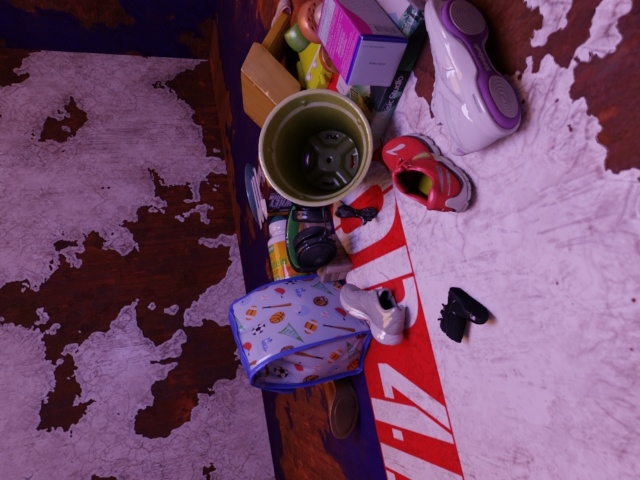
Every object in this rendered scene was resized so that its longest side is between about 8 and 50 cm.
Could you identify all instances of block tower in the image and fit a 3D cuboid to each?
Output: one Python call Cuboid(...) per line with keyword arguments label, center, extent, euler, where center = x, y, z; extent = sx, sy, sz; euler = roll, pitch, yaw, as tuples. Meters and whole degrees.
Cuboid(label="block tower", center=(0.000, 0.000, 1.415), extent=(0.097, 0.090, 0.336), euler=(103, 151, -41))

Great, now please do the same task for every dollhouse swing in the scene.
Cuboid(label="dollhouse swing", center=(-0.128, -0.594, 1.523), extent=(0.315, 0.305, 0.347), euler=(44, 169, -2))

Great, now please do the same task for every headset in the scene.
Cuboid(label="headset", center=(0.003, -0.036, 1.245), extent=(0.394, 0.185, 0.244), euler=(149, 118, -63))

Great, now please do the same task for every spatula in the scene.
Cuboid(label="spatula", center=(-0.272, -0.189, 1.789), extent=(0.168, 0.019, 0.242), euler=(127, 132, -68))

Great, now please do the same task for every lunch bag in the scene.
Cuboid(label="lunch bag", center=(-0.083, 0.296, 1.313), extent=(0.328, 0.385, 0.239), euler=(-127, 37, -50))

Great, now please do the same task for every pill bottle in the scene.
Cuboid(label="pill bottle", center=(-0.124, 0.053, 1.529), extent=(0.136, 0.136, 0.246), euler=(139, 121, -64))

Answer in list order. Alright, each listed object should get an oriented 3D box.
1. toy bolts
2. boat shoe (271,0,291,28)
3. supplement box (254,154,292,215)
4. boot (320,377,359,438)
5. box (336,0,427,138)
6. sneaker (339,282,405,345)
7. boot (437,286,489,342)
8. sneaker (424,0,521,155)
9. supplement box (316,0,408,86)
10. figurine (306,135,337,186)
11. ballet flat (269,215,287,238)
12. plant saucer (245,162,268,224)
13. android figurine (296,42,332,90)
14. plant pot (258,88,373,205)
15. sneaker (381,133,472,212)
Cuboid(label="toy bolts", center=(0.053, -0.586, 1.071), extent=(0.158, 0.218, 0.229), euler=(9, 72, 54))
Cuboid(label="boat shoe", center=(-0.154, -0.852, 1.585), extent=(0.170, 0.062, 0.059), euler=(116, 147, -52))
Cuboid(label="supplement box", center=(-0.201, -0.244, 1.788), extent=(0.194, 0.129, 0.191), euler=(108, 147, -46))
Cuboid(label="boot", center=(0.036, 0.539, 1.451), extent=(0.220, 0.108, 0.284), euler=(149, 114, -65))
Cuboid(label="box", center=(0.139, -0.448, 0.984), extent=(0.322, 0.058, 0.232), euler=(109, 147, -49))
Cuboid(label="sneaker", center=(0.148, 0.168, 1.113), extent=(0.262, 0.099, 0.121), euler=(37, 123, 51))
Cuboid(label="boot", center=(0.285, 0.162, 0.816), extent=(0.121, 0.045, 0.099), euler=(-123, 36, -61))
Cuboid(label="sneaker", center=(0.232, -0.295, 0.719), extent=(0.152, 0.114, 0.305), euler=(138, 123, -62))
Cuboid(label="supplement box", center=(0.083, -0.453, 0.898), extent=(0.114, 0.111, 0.220), euler=(111, 145, -51))
Cuboid(label="figurine", center=(0.009, -0.243, 1.350), extent=(0.215, 0.092, 0.210), euler=(147, 122, -67))
Cuboid(label="ballet flat", center=(-0.150, 0.020, 1.787), extent=(0.106, 0.107, 0.316), euler=(65, -179, -48))
Cuboid(label="plant saucer", center=(-0.307, -0.236, 2.024), extent=(0.317, 0.043, 0.318), euler=(-10, -90, -85))
Cuboid(label="android figurine", center=(-0.020, -0.612, 1.339), extent=(0.248, 0.056, 0.273), euler=(140, 122, -64))
Cuboid(label="plant pot", center=(0.007, -0.229, 1.078), extent=(0.254, 0.275, 0.276), euler=(-27, -67, -79))
Cuboid(label="sneaker", center=(0.195, -0.150, 0.849), extent=(0.279, 0.118, 0.107), euler=(-125, 36, -50))
